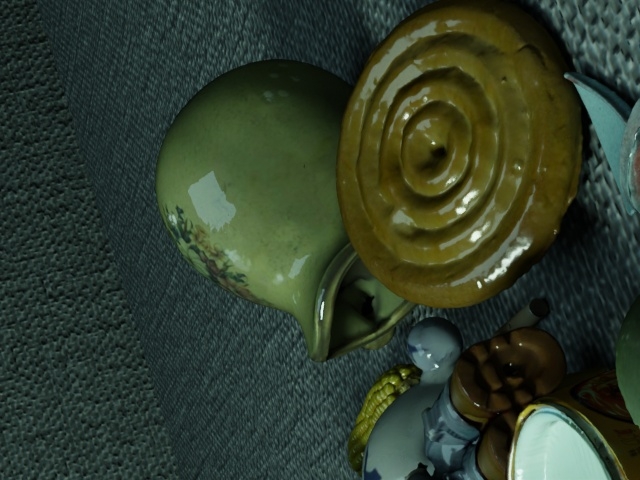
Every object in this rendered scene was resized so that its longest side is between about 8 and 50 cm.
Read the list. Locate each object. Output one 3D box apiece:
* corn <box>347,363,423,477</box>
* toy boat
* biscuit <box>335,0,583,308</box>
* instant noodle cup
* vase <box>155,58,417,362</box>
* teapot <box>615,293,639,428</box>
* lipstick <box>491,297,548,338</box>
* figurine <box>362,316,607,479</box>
[{"bbox_3d":[0.074,0.197,1.551,0.231,0.080,0.080,115,138,-62],"label":"corn"},{"bbox_3d":[0.212,-0.078,1.047,0.122,0.034,0.096,-117,22,-58],"label":"toy boat"},{"bbox_3d":[0.101,-0.073,1.171,0.262,0.037,0.262,-11,75,46],"label":"biscuit"},{"bbox_3d":[0.231,0.162,0.926,0.216,0.172,0.216,168,90,-71],"label":"instant noodle cup"},{"bbox_3d":[0.000,0.000,1.456,0.302,0.241,0.329,48,169,30],"label":"vase"},{"bbox_3d":[0.282,-0.030,0.639,0.270,0.200,0.337,43,143,37],"label":"teapot"},{"bbox_3d":[0.173,0.073,1.269,0.094,0.019,0.019,125,129,-65],"label":"lipstick"},{"bbox_3d":[0.138,0.175,1.199,0.382,0.186,0.261,108,153,-66],"label":"figurine"}]
